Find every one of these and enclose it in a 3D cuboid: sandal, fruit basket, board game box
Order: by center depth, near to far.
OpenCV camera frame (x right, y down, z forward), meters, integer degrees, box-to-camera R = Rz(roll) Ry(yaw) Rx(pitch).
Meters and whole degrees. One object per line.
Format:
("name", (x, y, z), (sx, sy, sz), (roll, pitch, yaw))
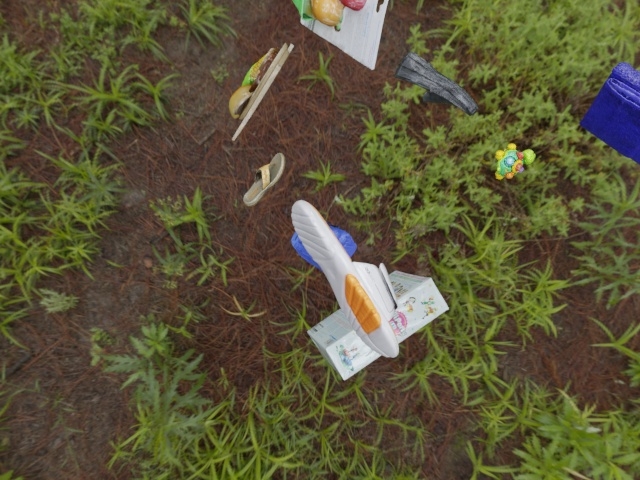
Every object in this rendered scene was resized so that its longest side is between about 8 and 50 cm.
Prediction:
("sandal", (0.055, 0.045, 0.687), (0.076, 0.102, 0.265), (-31, 91, -22))
("board game box", (0.134, 0.201, 1.197), (0.303, 0.224, 0.098), (-33, 98, -10))
("fruit basket", (0.069, -0.674, 1.237), (0.165, 0.327, 0.353), (-26, 53, -32))
("sandal", (-0.164, -0.176, 1.350), (0.180, 0.049, 0.072), (-49, 44, 4))

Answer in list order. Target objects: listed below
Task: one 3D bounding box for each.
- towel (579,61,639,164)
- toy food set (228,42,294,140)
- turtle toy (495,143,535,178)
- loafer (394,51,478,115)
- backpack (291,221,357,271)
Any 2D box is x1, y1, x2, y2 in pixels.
("towel", (0.781, -0.257, 1.126), (0.076, 0.228, 0.308), (-37, 66, -11))
("toy food set", (-0.091, -0.225, 0.672), (0.038, 0.192, 0.132), (32, 115, -15))
("turtle toy", (0.583, -0.236, 1.424), (0.130, 0.095, 0.066), (-29, 39, -16))
("loafer", (0.280, -0.366, 1.152), (0.223, 0.076, 0.078), (39, 111, 9))
("backpack", (0.000, 0.000, 0.997), (0.120, 0.101, 0.098), (31, 73, 40))
